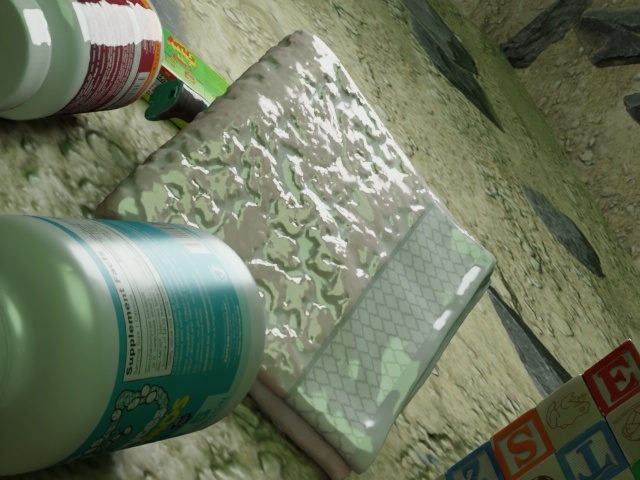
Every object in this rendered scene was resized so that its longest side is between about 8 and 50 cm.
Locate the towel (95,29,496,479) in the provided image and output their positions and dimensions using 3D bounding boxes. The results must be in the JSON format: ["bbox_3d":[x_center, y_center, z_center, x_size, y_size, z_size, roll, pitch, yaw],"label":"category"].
[{"bbox_3d":[0.000,0.000,1.133,0.317,0.053,0.332,49,44,-8],"label":"towel"}]

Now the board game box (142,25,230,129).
[{"bbox_3d":[-0.118,-0.140,1.344,0.181,0.043,0.092,40,21,-28],"label":"board game box"}]

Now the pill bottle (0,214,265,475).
[{"bbox_3d":[-0.152,0.059,0.754,0.146,0.146,0.264,56,21,16],"label":"pill bottle"}]

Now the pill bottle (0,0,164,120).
[{"bbox_3d":[-0.225,-0.160,1.032,0.121,0.121,0.221,52,19,4],"label":"pill bottle"}]

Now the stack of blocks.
[{"bbox_3d":[0.152,0.228,0.877,0.087,0.297,0.171,35,23,-38],"label":"stack of blocks"}]

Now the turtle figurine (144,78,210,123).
[{"bbox_3d":[-0.062,-0.064,1.237,0.234,0.118,0.175,26,30,-38],"label":"turtle figurine"}]
